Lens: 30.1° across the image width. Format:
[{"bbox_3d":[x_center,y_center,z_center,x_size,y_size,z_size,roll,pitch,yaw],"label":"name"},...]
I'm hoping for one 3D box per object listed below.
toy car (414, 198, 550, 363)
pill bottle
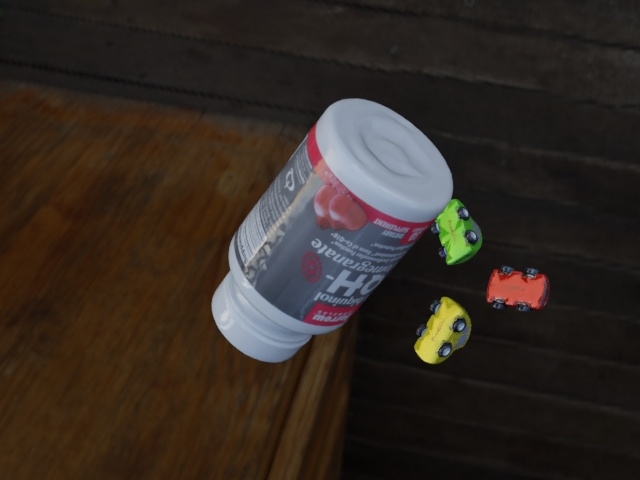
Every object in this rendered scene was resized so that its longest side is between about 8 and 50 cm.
[{"bbox_3d":[0.221,0.044,1.727,0.239,0.225,0.053,-33,145,33],"label":"toy car"},{"bbox_3d":[0.000,0.000,1.416,0.176,0.176,0.318,33,124,-8],"label":"pill bottle"}]
